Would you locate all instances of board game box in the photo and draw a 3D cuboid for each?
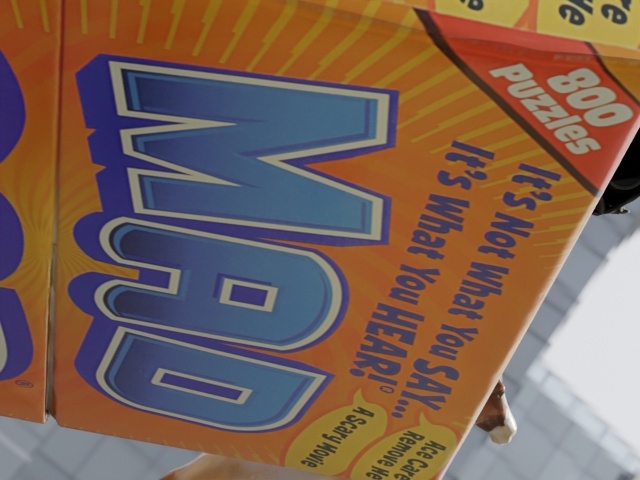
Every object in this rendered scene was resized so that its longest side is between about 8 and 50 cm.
[{"bbox_3d":[-0.072,-0.150,0.747,0.356,0.356,0.356,11,-29,-3],"label":"board game box"}]

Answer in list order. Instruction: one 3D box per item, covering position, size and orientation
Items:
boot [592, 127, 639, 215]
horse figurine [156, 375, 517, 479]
[{"bbox_3d":[0.111,-0.021,0.913,0.077,0.198,0.137,11,25,-18],"label":"boot"},{"bbox_3d":[-0.005,0.161,1.050,0.263,0.066,0.174,-9,-68,19],"label":"horse figurine"}]
